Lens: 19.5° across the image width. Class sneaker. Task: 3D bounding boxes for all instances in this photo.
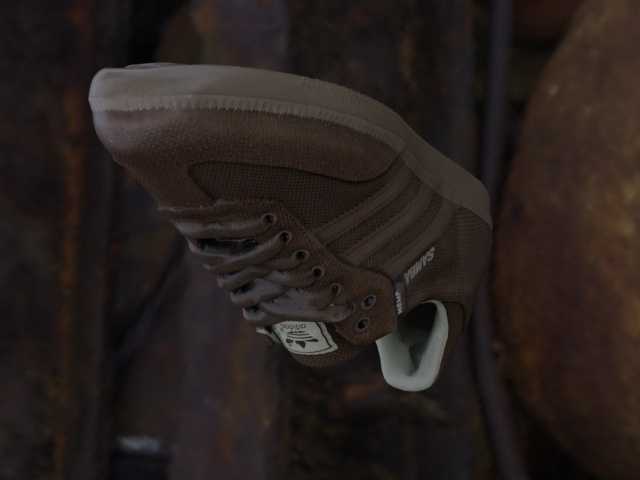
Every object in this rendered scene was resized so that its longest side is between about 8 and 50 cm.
[{"bbox_3d":[0.000,0.000,0.553,0.066,0.188,0.071,-1,78,33],"label":"sneaker"}]
